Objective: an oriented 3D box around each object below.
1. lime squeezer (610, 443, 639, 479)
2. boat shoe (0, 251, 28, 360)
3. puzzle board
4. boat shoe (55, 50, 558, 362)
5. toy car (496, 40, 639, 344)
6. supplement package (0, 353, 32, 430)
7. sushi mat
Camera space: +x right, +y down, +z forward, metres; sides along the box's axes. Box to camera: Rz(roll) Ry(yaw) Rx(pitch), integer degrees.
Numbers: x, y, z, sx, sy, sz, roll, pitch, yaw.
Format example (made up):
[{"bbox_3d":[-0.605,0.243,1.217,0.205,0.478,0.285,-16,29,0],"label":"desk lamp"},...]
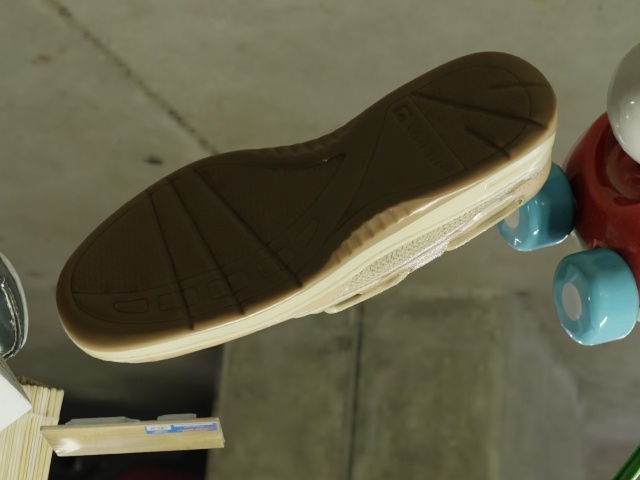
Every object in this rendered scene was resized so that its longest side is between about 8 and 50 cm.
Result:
[{"bbox_3d":[0.160,0.245,1.256,0.059,0.110,0.310,20,-145,39],"label":"lime squeezer"},{"bbox_3d":[-0.404,0.020,1.778,0.114,0.091,0.302,-28,117,-2],"label":"boat shoe"},{"bbox_3d":[-0.137,0.143,1.217,0.128,0.011,0.096,-3,162,-2],"label":"puzzle board"},{"bbox_3d":[0.000,0.000,1.057,0.341,0.122,0.110,-23,149,-5],"label":"boat shoe"},{"bbox_3d":[0.280,-0.068,1.261,0.219,0.210,0.238,-11,137,-20],"label":"toy car"},{"bbox_3d":[-0.309,0.033,1.026,0.134,0.244,0.139,-36,142,-6],"label":"supplement package"},{"bbox_3d":[-0.249,0.261,1.252,0.019,0.317,0.151,7,175,15],"label":"sushi mat"}]
